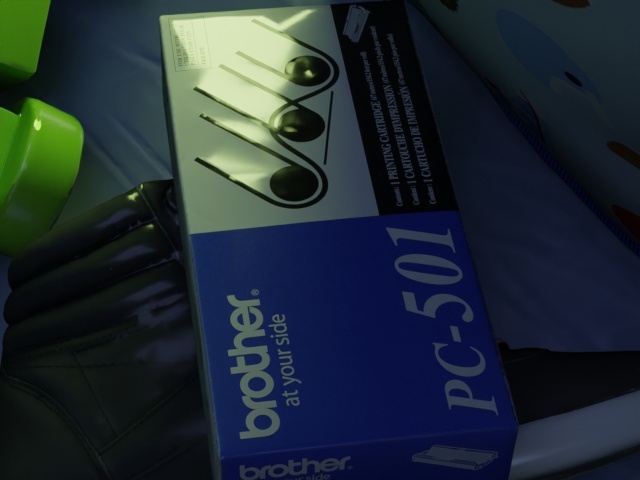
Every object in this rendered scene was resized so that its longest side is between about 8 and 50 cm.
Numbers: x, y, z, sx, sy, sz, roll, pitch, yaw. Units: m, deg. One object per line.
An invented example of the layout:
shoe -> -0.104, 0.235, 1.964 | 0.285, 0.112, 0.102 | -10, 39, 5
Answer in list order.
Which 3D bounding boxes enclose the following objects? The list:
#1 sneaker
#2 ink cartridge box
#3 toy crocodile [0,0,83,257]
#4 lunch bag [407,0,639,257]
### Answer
sneaker -> 0.001, 0.036, 0.676 | 0.295, 0.104, 0.147 | -10, 76, 11
ink cartridge box -> 0.000, 0.000, 0.623 | 0.097, 0.046, 0.207 | -6, 50, -7
toy crocodile -> -0.154, -0.105, 0.755 | 0.115, 0.105, 0.340 | 24, 73, -27
lunch bag -> 0.170, -0.110, 0.579 | 0.239, 0.328, 0.385 | -36, 69, -1
